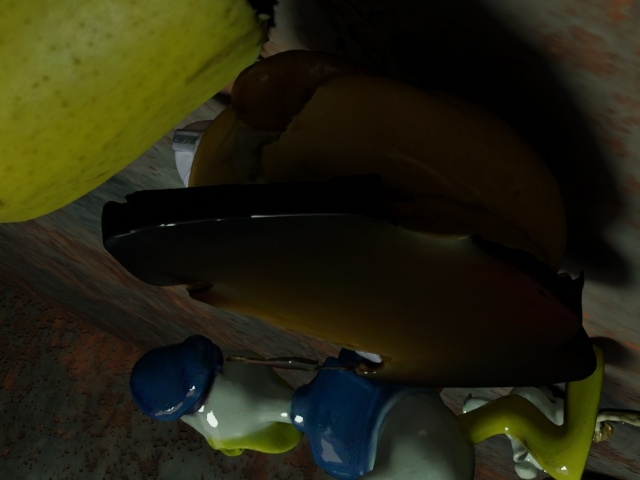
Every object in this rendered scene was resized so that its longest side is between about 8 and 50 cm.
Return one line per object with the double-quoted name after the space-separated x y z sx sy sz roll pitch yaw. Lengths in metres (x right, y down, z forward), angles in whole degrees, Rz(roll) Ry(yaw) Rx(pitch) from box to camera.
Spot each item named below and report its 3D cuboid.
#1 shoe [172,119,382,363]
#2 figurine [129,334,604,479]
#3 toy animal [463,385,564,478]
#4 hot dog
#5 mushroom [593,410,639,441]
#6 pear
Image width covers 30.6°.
0.000 0.000 0.764 0.137 0.095 0.245 23 164 31 "shoe"
0.021 0.116 0.929 0.338 0.205 0.283 10 -162 -2 "figurine"
0.190 0.164 1.060 0.071 0.085 0.124 39 170 34 "toy animal"
0.029 -0.008 0.581 0.194 0.107 0.326 -5 160 14 "hot dog"
0.284 0.151 0.936 0.028 0.026 0.286 14 169 -14 "mushroom"
-0.163 -0.087 0.558 0.267 0.178 0.267 21 165 6 "pear"
